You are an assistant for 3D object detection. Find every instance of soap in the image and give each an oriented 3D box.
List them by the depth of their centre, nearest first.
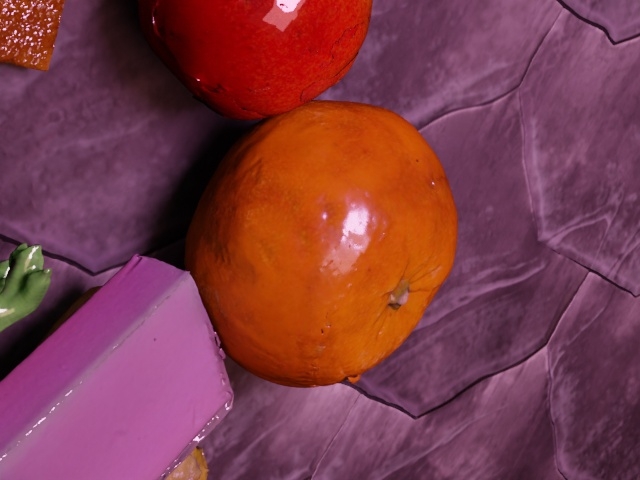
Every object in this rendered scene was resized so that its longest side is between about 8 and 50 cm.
[{"bbox_3d":[-0.198,0.161,1.246,0.259,0.081,0.181,-46,138,-31],"label":"soap"}]

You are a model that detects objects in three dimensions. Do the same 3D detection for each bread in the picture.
[{"bbox_3d":[-0.270,-0.199,1.208,0.094,0.035,0.090,8,103,-37],"label":"bread"}]

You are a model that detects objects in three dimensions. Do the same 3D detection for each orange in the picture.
[{"bbox_3d":[0.000,0.000,1.344,0.284,0.226,0.284,-44,153,-30],"label":"orange"}]

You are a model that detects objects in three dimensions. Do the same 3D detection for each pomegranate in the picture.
[{"bbox_3d":[-0.054,-0.218,1.258,0.235,0.210,0.210,-54,146,-61],"label":"pomegranate"}]

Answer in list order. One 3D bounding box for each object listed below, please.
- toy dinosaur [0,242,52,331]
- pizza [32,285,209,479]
[{"bbox_3d":[-0.426,0.095,1.153,0.374,0.144,0.500,17,93,-34],"label":"toy dinosaur"},{"bbox_3d":[-0.193,0.193,1.384,0.287,0.075,0.280,29,81,-46],"label":"pizza"}]
